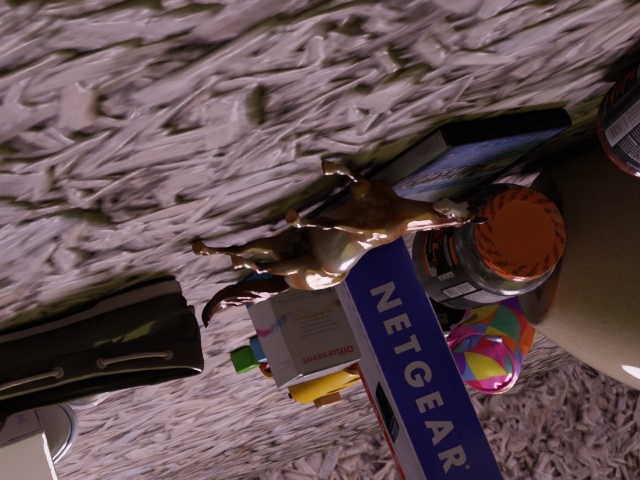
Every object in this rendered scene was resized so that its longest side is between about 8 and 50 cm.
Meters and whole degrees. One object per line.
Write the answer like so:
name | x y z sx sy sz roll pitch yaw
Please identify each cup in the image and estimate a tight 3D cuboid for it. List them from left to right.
cup | 0.345 0.018 1.868 0.237 0.331 0.331 4 162 -12

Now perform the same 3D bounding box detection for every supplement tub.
supplement tub | 0.175 0.006 1.805 0.117 0.117 0.190 -19 176 -18
supplement tub | 0.329 -0.133 1.560 0.106 0.106 0.198 -18 167 -20

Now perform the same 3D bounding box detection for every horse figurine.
horse figurine | 0.000 0.000 1.607 0.174 0.066 0.263 10 146 -46

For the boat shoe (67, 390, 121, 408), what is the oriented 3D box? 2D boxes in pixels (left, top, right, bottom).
boat shoe | -0.249 0.162 2.010 0.100 0.035 0.035 -19 141 4

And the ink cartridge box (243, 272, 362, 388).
ink cartridge box | -0.022 0.086 1.850 0.088 0.122 0.052 -13 165 -37

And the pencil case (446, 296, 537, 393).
pencil case | 0.225 0.077 2.113 0.104 0.104 0.236 -33 -164 42

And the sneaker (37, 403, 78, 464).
sneaker | -0.395 0.245 1.947 0.258 0.094 0.091 -21 173 -1

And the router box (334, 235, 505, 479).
router box | 0.112 0.187 2.033 0.082 0.335 0.301 -21 167 -5

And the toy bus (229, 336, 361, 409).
toy bus | -0.003 0.165 2.282 0.191 0.104 0.202 -23 168 4

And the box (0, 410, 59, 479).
box | -0.337 0.261 1.866 0.113 0.094 0.275 -18 142 -14

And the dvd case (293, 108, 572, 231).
dvd case | 0.101 -0.056 1.691 0.180 0.022 0.253 -12 165 -43

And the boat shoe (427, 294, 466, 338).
boat shoe | 0.215 0.083 2.368 0.267 0.096 0.088 -12 171 -10

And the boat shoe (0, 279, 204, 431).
boat shoe | -0.272 0.136 1.678 0.335 0.095 0.112 -21 168 -8
